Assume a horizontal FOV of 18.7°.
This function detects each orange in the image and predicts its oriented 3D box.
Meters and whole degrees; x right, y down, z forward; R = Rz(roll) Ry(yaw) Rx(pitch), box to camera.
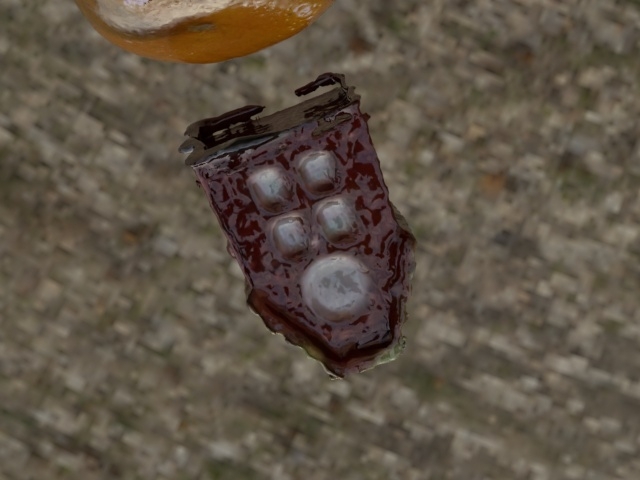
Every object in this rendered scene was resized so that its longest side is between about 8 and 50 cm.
[{"bbox_3d":[-0.090,-0.235,1.483,0.240,0.171,0.240,-8,165,-2],"label":"orange"}]

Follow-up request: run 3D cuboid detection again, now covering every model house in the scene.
[{"bbox_3d":[0.000,0.000,1.681,0.160,0.196,0.254,-24,103,0],"label":"model house"}]
